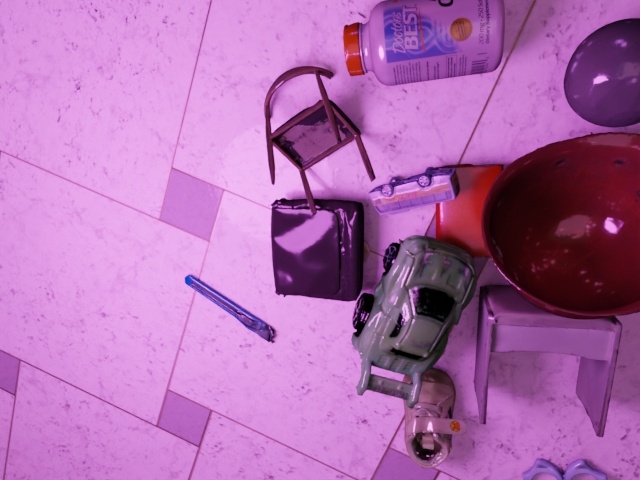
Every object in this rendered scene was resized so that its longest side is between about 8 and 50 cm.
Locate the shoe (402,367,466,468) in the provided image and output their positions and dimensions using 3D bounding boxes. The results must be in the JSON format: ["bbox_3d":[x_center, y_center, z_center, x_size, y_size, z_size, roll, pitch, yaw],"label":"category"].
[{"bbox_3d":[0.278,0.444,1.131,0.139,0.128,0.263,0,109,-1],"label":"shoe"}]

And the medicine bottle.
[{"bbox_3d":[0.192,-0.388,0.877,0.288,0.157,0.157,-3,105,14],"label":"medicine bottle"}]

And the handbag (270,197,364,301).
[{"bbox_3d":[-0.006,0.020,1.076,0.222,0.080,0.247,5,108,17],"label":"handbag"}]

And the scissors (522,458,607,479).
[{"bbox_3d":[0.642,0.709,1.163,0.191,0.029,0.361,-12,105,20],"label":"scissors"}]

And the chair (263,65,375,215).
[{"bbox_3d":[-0.015,-0.224,0.982,0.188,0.166,0.272,-28,55,20],"label":"chair"}]

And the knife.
[{"bbox_3d":[-0.242,0.183,1.217,0.296,0.026,0.044,33,122,2],"label":"knife"}]

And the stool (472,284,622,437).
[{"bbox_3d":[0.474,0.251,0.992,0.243,0.170,0.270,3,107,13],"label":"stool"}]

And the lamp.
[{"bbox_3d":[0.599,-0.277,0.797,0.313,0.182,0.182,16,109,12],"label":"lamp"}]

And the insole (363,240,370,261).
[{"bbox_3d":[0.000,0.000,1.113,0.247,0.011,0.081,16,109,8],"label":"insole"}]

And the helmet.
[{"bbox_3d":[0.500,-0.001,0.874,0.384,0.230,0.338,-37,60,-5],"label":"helmet"}]

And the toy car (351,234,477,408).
[{"bbox_3d":[0.202,0.173,1.003,0.213,0.176,0.359,19,116,-10],"label":"toy car"}]

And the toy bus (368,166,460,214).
[{"bbox_3d":[0.203,-0.107,0.987,0.190,0.064,0.075,-13,108,34],"label":"toy bus"}]

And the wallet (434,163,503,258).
[{"bbox_3d":[0.325,-0.064,1.000,0.142,0.045,0.205,0,105,16],"label":"wallet"}]
